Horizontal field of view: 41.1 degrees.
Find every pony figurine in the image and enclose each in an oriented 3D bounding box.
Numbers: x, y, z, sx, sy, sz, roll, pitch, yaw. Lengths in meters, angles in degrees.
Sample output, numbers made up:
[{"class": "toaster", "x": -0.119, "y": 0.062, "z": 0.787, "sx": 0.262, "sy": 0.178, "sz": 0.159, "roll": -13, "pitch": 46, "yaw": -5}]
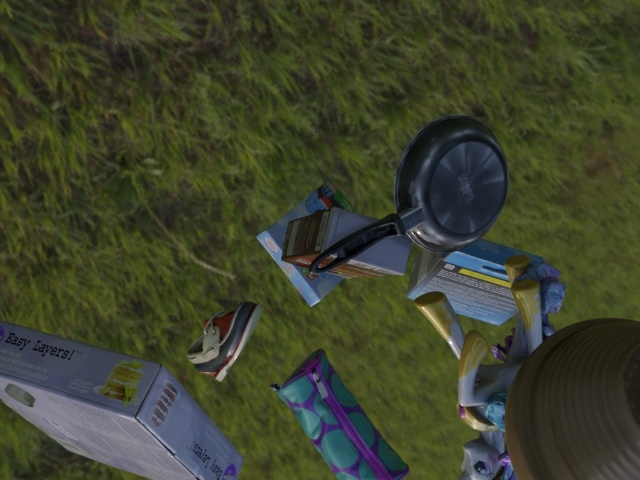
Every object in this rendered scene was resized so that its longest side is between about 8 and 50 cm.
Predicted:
[{"class": "pony figurine", "x": 0.313, "y": 0.219, "z": 1.348, "sx": 0.351, "sy": 0.303, "sz": 0.363, "roll": -20, "pitch": 112, "yaw": -29}]

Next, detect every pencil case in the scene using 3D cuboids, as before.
[{"class": "pencil case", "x": 0.020, "y": 0.183, "z": 0.829, "sx": 0.064, "sy": 0.151, "sz": 0.070, "roll": -35, "pitch": 175, "yaw": -19}]

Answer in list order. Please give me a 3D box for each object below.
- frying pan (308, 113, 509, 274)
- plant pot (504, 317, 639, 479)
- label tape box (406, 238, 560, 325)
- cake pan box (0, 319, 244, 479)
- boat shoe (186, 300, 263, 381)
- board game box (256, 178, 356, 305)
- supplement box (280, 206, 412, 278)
[{"class": "frying pan", "x": 0.135, "y": -0.067, "z": 1.162, "sx": 0.326, "sy": 0.053, "sz": 0.197, "roll": -9, "pitch": 106, "yaw": -29}, {"class": "plant pot", "x": 0.287, "y": 0.155, "z": 0.719, "sx": 0.237, "sy": 0.237, "sz": 0.109, "roll": -21, "pitch": 152, "yaw": -24}, {"class": "label tape box", "x": 0.356, "y": 0.067, "z": 1.889, "sx": 0.241, "sy": 0.106, "sz": 0.333, "roll": 17, "pitch": 156, "yaw": -6}, {"class": "cake pan box", "x": -0.237, "y": 0.199, "z": 0.968, "sx": 0.070, "sy": 0.246, "sz": 0.267, "roll": -64, "pitch": 149, "yaw": -27}, {"class": "boat shoe", "x": -0.086, "y": 0.085, "z": 0.754, "sx": 0.049, "sy": 0.043, "sz": 0.137, "roll": -57, "pitch": -179, "yaw": -33}, {"class": "board game box", "x": 0.000, "y": 0.000, "z": 1.583, "sx": 0.039, "sy": 0.160, "sz": 0.211, "roll": -33, "pitch": -174, "yaw": 47}, {"class": "supplement box", "x": 0.034, "y": 0.009, "z": 1.312, "sx": 0.130, "sy": 0.073, "sz": 0.239, "roll": 15, "pitch": 172, "yaw": -15}]
